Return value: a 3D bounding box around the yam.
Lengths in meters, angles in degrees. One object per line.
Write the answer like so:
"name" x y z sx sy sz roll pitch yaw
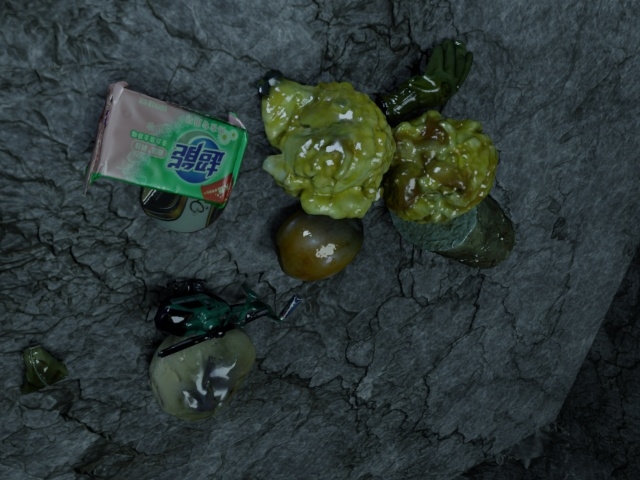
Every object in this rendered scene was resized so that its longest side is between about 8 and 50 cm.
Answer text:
"yam" 0.373 -0.049 1.587 0.348 0.241 0.241 21 109 -47

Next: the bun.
"bun" -0.284 0.328 1.442 0.272 0.168 0.273 -21 130 -27

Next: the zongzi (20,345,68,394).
"zongzi" -0.618 0.279 1.244 0.119 0.055 0.109 -27 134 -1

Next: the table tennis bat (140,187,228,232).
"table tennis bat" -0.305 -0.117 1.183 0.173 0.022 0.301 -51 138 4

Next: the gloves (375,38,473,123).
"gloves" 0.247 -0.357 1.347 0.268 0.107 0.135 -40 168 -7

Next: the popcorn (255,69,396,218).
"popcorn" 0.018 -0.178 1.208 0.293 0.293 0.237 -32 156 -11

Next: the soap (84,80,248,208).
"soap" -0.283 -0.166 1.083 0.273 0.098 0.218 13 99 -41

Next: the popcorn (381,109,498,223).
"popcorn" 0.269 -0.169 1.347 0.282 0.282 0.247 -50 170 8

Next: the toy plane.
"toy plane" -0.248 0.171 1.361 0.381 0.155 0.106 -2 124 -56

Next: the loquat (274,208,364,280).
"loquat" 0.000 0.000 1.392 0.227 0.179 0.179 -24 134 -14

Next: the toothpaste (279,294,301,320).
"toothpaste" -0.083 0.183 1.583 0.027 0.019 0.083 37 97 -22
